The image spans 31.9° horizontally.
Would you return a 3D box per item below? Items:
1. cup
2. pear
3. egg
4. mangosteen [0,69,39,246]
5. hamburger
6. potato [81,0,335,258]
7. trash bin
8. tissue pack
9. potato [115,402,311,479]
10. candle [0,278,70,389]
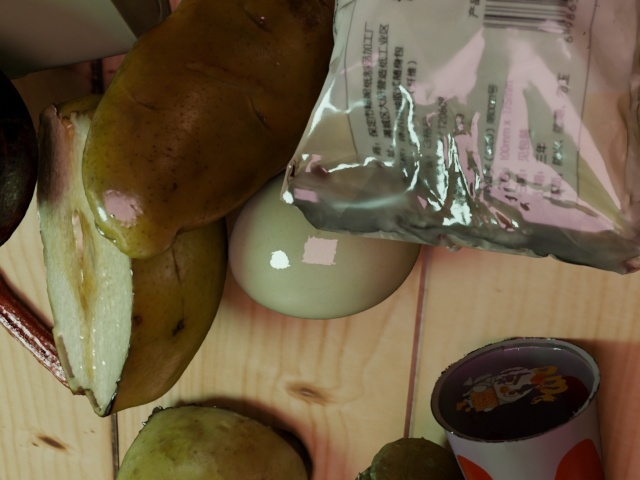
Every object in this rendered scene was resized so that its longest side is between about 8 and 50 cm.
[{"bbox_3d":[0.259,0.286,1.331,0.203,0.203,0.288,-2,119,29],"label":"cup"},{"bbox_3d":[-0.220,0.012,1.404,0.340,0.191,0.386,26,121,56],"label":"pear"},{"bbox_3d":[0.000,0.000,1.312,0.253,0.188,0.188,-19,104,32],"label":"egg"},{"bbox_3d":[-0.500,-0.104,1.373,0.330,0.330,0.330,12,119,23],"label":"mangosteen"},{"bbox_3d":[0.145,0.378,1.411,0.132,0.211,0.309,-22,108,17],"label":"hamburger"},{"bbox_3d":[-0.125,-0.142,1.228,0.176,0.369,0.195,14,148,40],"label":"potato"},{"bbox_3d":[-0.340,-0.310,1.353,0.247,0.121,0.243,-3,141,26],"label":"trash bin"},{"bbox_3d":[0.158,-0.172,1.090,0.390,0.195,0.375,10,91,27],"label":"tissue pack"},{"bbox_3d":[-0.177,0.364,1.579,0.285,0.242,0.242,13,119,19],"label":"potato"},{"bbox_3d":[-0.476,0.108,1.713,0.329,0.048,0.051,43,140,2],"label":"candle"}]
